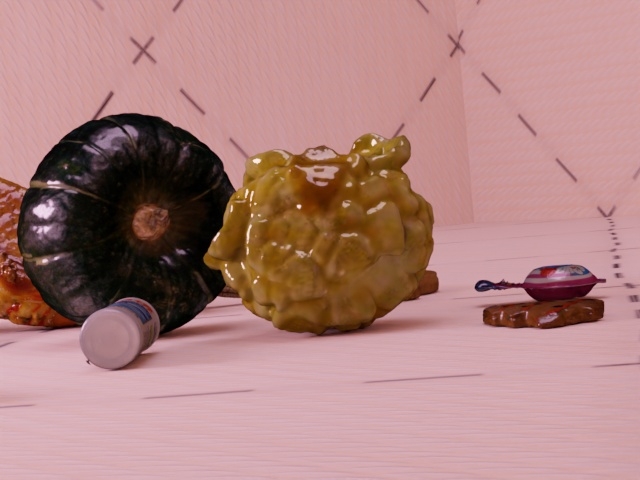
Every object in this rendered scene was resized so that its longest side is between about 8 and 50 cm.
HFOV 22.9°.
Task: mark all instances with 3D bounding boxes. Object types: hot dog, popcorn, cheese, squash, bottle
[{"bbox_3d":[-0.370,0.028,1.994,0.257,0.153,0.150,23,-28,5],"label":"hot dog"},{"bbox_3d":[0.001,-0.012,1.639,0.235,0.216,0.181,6,0,7],"label":"popcorn"},{"bbox_3d":[0.245,0.048,1.755,0.145,0.038,0.095,-4,2,10],"label":"cheese"},{"bbox_3d":[-0.210,-0.015,1.760,0.252,0.252,0.165,-6,8,-26],"label":"squash"},{"bbox_3d":[-0.189,0.088,1.551,0.060,0.060,0.217,-5,1,3],"label":"bottle"}]

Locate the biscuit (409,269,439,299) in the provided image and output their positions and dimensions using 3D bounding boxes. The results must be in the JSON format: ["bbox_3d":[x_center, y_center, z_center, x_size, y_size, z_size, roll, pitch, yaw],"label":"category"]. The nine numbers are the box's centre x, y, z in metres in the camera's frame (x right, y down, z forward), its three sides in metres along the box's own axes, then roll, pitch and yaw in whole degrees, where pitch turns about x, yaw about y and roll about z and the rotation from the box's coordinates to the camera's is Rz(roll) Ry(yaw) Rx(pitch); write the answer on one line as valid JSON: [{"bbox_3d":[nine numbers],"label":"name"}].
[{"bbox_3d":[0.058,0.058,2.005,0.184,0.035,0.249,-3,2,36],"label":"biscuit"}]

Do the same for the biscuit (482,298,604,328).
[{"bbox_3d":[0.212,0.070,1.534,0.130,0.019,0.119,-4,2,35],"label":"biscuit"}]

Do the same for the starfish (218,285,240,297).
[{"bbox_3d":[-0.170,0.033,2.077,0.138,0.050,0.247,-11,-31,23],"label":"starfish"}]
